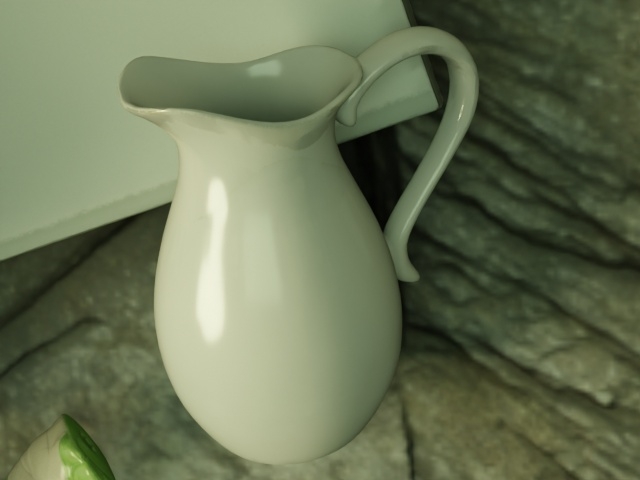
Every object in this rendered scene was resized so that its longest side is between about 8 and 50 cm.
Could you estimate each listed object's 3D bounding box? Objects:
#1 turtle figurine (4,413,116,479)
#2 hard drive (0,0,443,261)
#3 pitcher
[{"bbox_3d":[-0.197,0.233,0.679,0.266,0.274,0.198,-36,81,-6],"label":"turtle figurine"},{"bbox_3d":[-0.113,-0.117,0.711,0.308,0.040,0.203,-18,97,12],"label":"hard drive"},{"bbox_3d":[0.000,0.000,0.663,0.178,0.125,0.207,-13,121,-13],"label":"pitcher"}]
